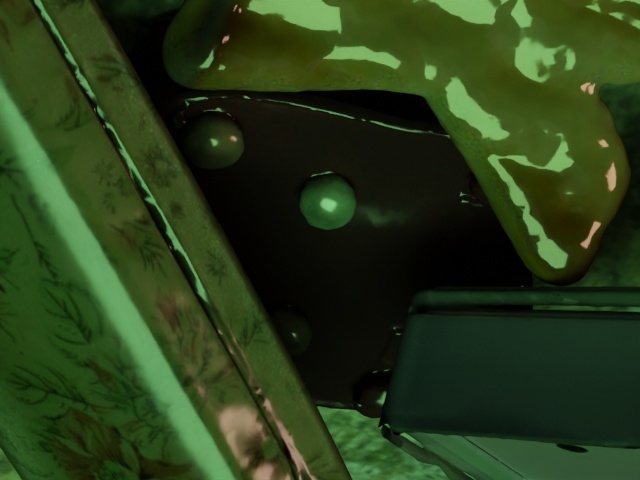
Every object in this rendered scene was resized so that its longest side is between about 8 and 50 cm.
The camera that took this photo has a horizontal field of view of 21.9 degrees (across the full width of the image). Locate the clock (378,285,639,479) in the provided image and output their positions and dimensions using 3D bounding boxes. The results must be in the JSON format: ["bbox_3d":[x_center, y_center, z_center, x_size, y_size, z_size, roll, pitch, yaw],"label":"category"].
[{"bbox_3d":[0.143,0.079,0.723,0.193,0.073,0.144,0,156,34],"label":"clock"}]

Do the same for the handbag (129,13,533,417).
[{"bbox_3d":[0.000,0.002,0.788,0.216,0.074,0.203,12,135,-11],"label":"handbag"}]

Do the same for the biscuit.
[{"bbox_3d":[0.058,-0.093,0.670,0.208,0.047,0.164,27,103,-18],"label":"biscuit"}]

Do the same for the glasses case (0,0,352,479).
[{"bbox_3d":[-0.114,0.004,0.687,0.156,0.098,0.425,-8,118,43],"label":"glasses case"}]
